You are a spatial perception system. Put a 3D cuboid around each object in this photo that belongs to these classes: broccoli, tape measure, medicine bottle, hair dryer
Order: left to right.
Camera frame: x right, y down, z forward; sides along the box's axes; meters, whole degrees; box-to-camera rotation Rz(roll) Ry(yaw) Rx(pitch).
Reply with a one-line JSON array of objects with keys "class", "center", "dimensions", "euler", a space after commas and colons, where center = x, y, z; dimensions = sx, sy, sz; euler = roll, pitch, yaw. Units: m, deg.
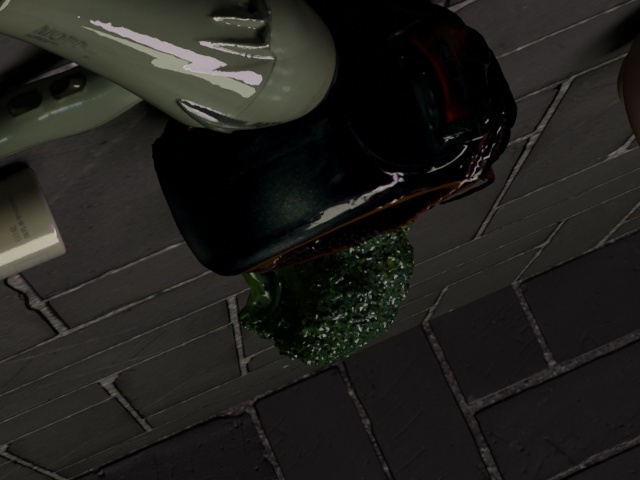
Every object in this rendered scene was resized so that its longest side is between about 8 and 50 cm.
[{"class": "medicine bottle", "center": [-0.269, 0.025, 0.920], "dimensions": [0.231, 0.059, 0.059], "euler": [-23, 169, -10]}, {"class": "hair dryer", "center": [-0.122, -0.088, 0.720], "dimensions": [0.225, 0.088, 0.219], "euler": [-11, 166, 14]}, {"class": "broccoli", "center": [0.000, 0.000, 1.133], "dimensions": [0.156, 0.195, 0.195], "euler": [21, 147, -24]}, {"class": "tape measure", "center": [0.008, -0.063, 0.921], "dimensions": [0.223, 0.135, 0.202], "euler": [-24, 180, 13]}]

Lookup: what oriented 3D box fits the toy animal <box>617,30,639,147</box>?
[{"class": "toy animal", "center": [0.432, -0.133, 1.212], "dimensions": [0.247, 0.277, 0.345], "euler": [-33, 175, -41]}]
